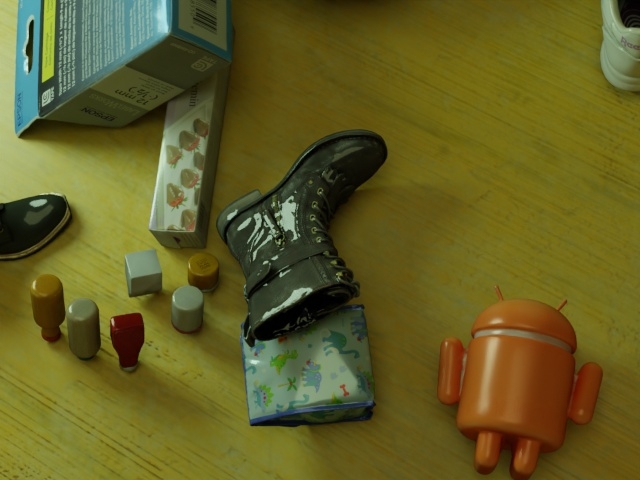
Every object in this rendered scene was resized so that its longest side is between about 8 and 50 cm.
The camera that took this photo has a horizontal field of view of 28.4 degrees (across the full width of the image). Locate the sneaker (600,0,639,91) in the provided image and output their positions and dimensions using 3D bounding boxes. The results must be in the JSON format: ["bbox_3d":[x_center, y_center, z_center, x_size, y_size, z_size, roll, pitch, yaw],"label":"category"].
[{"bbox_3d":[0.414,-0.350,1.609,0.114,0.152,0.305,0,68,9],"label":"sneaker"}]

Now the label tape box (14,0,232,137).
[{"bbox_3d":[-0.268,-0.293,1.671,0.347,0.115,0.249,-24,60,42],"label":"label tape box"}]

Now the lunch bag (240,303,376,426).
[{"bbox_3d":[-0.016,0.153,1.504,0.151,0.096,0.129,-5,69,-5],"label":"lunch bag"}]

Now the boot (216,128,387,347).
[{"bbox_3d":[0.000,0.000,1.515,0.263,0.091,0.229,-34,39,4],"label":"boot"}]

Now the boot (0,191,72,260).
[{"bbox_3d":[-0.425,-0.024,1.600,0.198,0.137,0.077,-25,69,-3],"label":"boot"}]

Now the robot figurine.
[{"bbox_3d":[0.229,0.162,1.454,0.158,0.128,0.219,-6,64,42],"label":"robot figurine"}]

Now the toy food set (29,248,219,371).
[{"bbox_3d":[-0.235,0.092,1.573,0.232,0.104,0.111,-11,54,-16],"label":"toy food set"}]

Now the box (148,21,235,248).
[{"bbox_3d":[-0.166,-0.149,1.653,0.063,0.067,0.324,3,71,9],"label":"box"}]
